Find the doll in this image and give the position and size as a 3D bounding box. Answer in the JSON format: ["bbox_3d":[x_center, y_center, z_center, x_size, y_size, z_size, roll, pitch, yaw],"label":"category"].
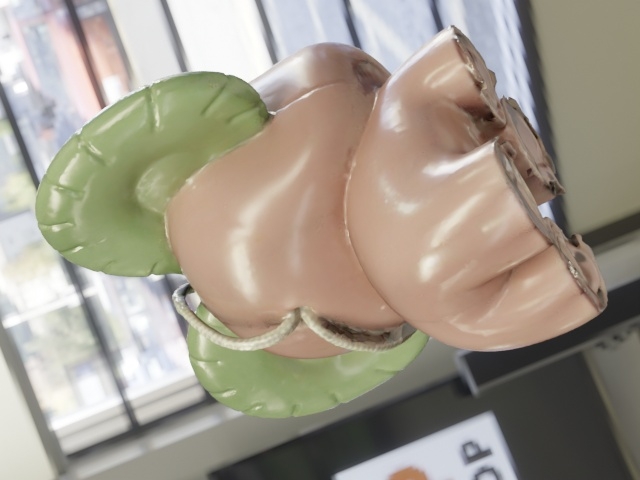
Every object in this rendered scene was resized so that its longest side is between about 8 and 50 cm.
[{"bbox_3d":[0.000,0.000,0.868,0.284,0.268,0.216,47,-159,-37],"label":"doll"}]
